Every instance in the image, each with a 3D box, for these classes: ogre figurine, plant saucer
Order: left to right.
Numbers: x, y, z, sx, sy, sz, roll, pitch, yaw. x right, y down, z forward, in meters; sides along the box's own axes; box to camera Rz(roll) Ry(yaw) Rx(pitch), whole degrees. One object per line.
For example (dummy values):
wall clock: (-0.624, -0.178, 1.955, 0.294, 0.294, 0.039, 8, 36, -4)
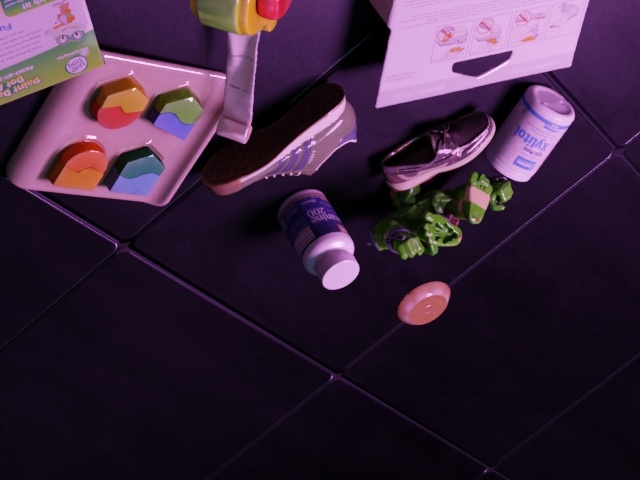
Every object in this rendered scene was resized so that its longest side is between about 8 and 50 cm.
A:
plant saucer: (0.146, 0.091, 2.306, 0.083, 0.015, 0.083, -18, 141, -15)
ogre figurine: (0.137, -0.026, 2.064, 0.097, 0.118, 0.197, 53, 57, -25)

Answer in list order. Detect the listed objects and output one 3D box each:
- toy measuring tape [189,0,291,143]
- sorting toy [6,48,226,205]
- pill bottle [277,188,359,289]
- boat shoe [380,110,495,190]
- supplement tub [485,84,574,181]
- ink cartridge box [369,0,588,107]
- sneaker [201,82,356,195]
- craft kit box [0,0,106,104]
toy measuring tape: (-0.091, -0.215, 1.693, 0.121, 0.121, 0.330, -11, 134, -24)
sorting toy: (-0.211, -0.115, 1.805, 0.208, 0.038, 0.193, 9, 128, -40)
pill bottle: (0.000, 0.000, 2.013, 0.067, 0.120, 0.067, -19, 142, -15)
boat shoe: (0.143, -0.113, 2.034, 0.152, 0.056, 0.049, -33, 148, 3)
supplement tub: (0.262, -0.135, 2.078, 0.071, 0.071, 0.107, 5, 130, -38)
ink cartridge box: (0.186, -0.280, 1.869, 0.275, 0.060, 0.239, -14, 141, -22)
sneaker: (-0.038, -0.096, 1.921, 0.192, 0.064, 0.086, -34, 138, 0)
craft kit box: (-0.349, -0.222, 1.577, 0.250, 0.061, 0.247, -22, 140, -11)
